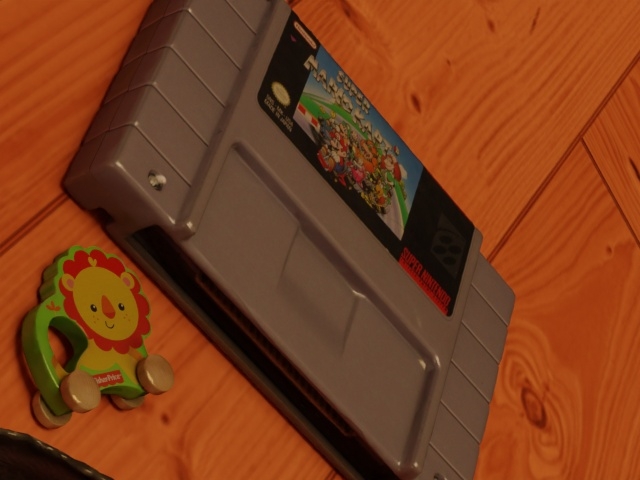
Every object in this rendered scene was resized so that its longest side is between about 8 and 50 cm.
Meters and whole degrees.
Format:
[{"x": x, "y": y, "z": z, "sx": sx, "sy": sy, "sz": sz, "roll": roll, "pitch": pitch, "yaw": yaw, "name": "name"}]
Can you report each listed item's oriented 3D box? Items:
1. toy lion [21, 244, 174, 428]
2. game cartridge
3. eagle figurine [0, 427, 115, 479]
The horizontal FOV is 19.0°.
[{"x": -0.129, "y": 0.049, "z": 1.066, "sx": 0.100, "sy": 0.034, "sz": 0.096, "roll": -10, "pitch": 73, "yaw": -55, "name": "toy lion"}, {"x": 0.000, "y": 0.000, "z": 1.243, "sx": 0.355, "sy": 0.068, "sz": 0.230, "roll": 48, "pitch": 44, "yaw": -27, "name": "game cartridge"}, {"x": -0.187, "y": 0.120, "z": 0.821, "sx": 0.298, "sy": 0.225, "sz": 0.226, "roll": -2, "pitch": 63, "yaw": -43, "name": "eagle figurine"}]
